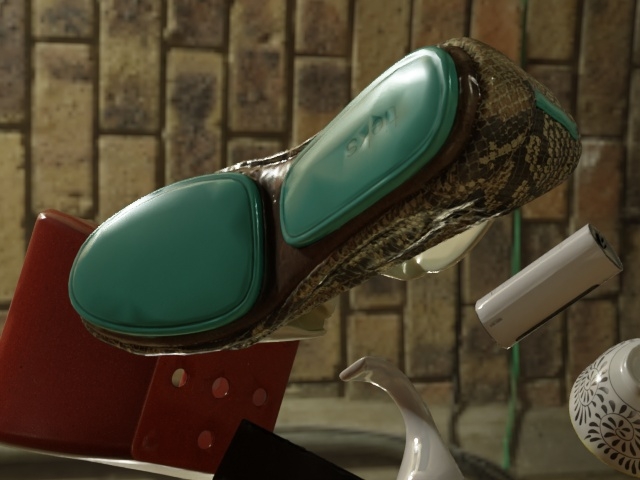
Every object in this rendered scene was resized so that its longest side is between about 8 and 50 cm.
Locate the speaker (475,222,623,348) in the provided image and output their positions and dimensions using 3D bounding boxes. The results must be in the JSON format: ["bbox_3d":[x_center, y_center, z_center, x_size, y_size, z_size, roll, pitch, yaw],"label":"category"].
[{"bbox_3d":[0.214,0.043,1.167,0.136,0.055,0.055,-38,40,19],"label":"speaker"}]

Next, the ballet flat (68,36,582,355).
[{"bbox_3d":[0.000,0.000,0.986,0.483,0.182,0.164,-26,54,41],"label":"ballet flat"}]

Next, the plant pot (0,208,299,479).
[{"bbox_3d":[-0.178,0.139,1.372,0.235,0.267,0.267,12,83,47],"label":"plant pot"}]

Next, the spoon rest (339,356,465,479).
[{"bbox_3d":[0.113,0.271,1.498,0.137,0.084,0.276,-39,64,43],"label":"spoon rest"}]

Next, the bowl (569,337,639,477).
[{"bbox_3d":[0.347,0.155,1.287,0.080,0.170,0.170,86,172,-45],"label":"bowl"}]

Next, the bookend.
[{"bbox_3d":[-0.005,0.249,1.225,0.072,0.156,0.157,-63,-19,-8],"label":"bookend"}]
